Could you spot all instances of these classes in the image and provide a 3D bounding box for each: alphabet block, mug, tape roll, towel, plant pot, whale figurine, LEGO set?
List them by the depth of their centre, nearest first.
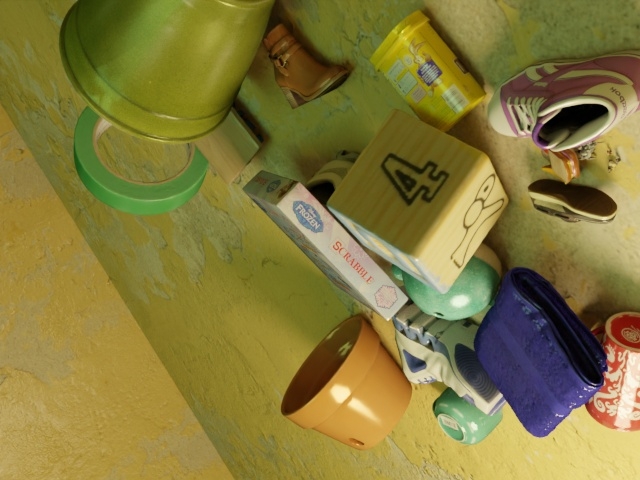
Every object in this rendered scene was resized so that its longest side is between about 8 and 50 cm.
[{"bbox_3d":[0.387,-0.128,1.140,0.083,0.023,0.054,34,145,32],"label":"LEGO set"},{"bbox_3d":[0.472,0.200,1.272,0.150,0.113,0.169,20,134,30],"label":"mug"},{"bbox_3d":[0.162,-0.061,1.295,0.193,0.197,0.192,33,175,30],"label":"alphabet block"},{"bbox_3d":[0.367,0.194,1.351,0.228,0.076,0.308,59,163,24],"label":"towel"},{"bbox_3d":[0.229,0.095,1.464,0.216,0.141,0.272,16,153,8],"label":"whale figurine"},{"bbox_3d":[-0.250,-0.424,1.465,0.366,0.366,0.353,53,139,1],"label":"plant pot"},{"bbox_3d":[0.305,0.377,1.709,0.129,0.097,0.158,46,149,14],"label":"mug"},{"bbox_3d":[0.076,0.349,1.859,0.203,0.291,0.291,40,152,-8],"label":"plant pot"},{"bbox_3d":[-0.425,-0.219,1.910,0.321,0.321,0.077,49,151,9],"label":"tape roll"}]

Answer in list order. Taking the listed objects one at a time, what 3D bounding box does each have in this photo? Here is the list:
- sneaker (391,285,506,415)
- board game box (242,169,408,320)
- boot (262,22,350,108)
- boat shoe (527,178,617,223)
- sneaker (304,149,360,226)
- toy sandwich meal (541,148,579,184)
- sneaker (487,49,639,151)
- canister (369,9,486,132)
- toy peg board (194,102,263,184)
[{"bbox_3d":[0.260,0.241,1.627,0.315,0.127,0.182,42,153,33],"label":"sneaker"},{"bbox_3d":[0.000,0.000,1.610,0.318,0.066,0.318,46,174,-19],"label":"board game box"},{"bbox_3d":[-0.037,-0.337,1.488,0.197,0.073,0.152,-12,107,55],"label":"boot"},{"bbox_3d":[0.382,-0.053,1.203,0.152,0.056,0.049,32,150,50],"label":"boat shoe"},{"bbox_3d":[0.105,-0.062,1.497,0.330,0.146,0.123,23,137,41],"label":"sneaker"},{"bbox_3d":[0.350,-0.118,1.176,0.086,0.029,0.085,55,169,16],"label":"toy sandwich meal"},{"bbox_3d":[0.301,-0.176,1.079,0.282,0.161,0.102,-10,114,59],"label":"sneaker"},{"bbox_3d":[0.170,-0.260,1.266,0.170,0.073,0.126,51,151,2],"label":"canister"},{"bbox_3d":[-0.203,-0.244,1.836,0.161,0.079,0.160,51,135,4],"label":"toy peg board"}]
